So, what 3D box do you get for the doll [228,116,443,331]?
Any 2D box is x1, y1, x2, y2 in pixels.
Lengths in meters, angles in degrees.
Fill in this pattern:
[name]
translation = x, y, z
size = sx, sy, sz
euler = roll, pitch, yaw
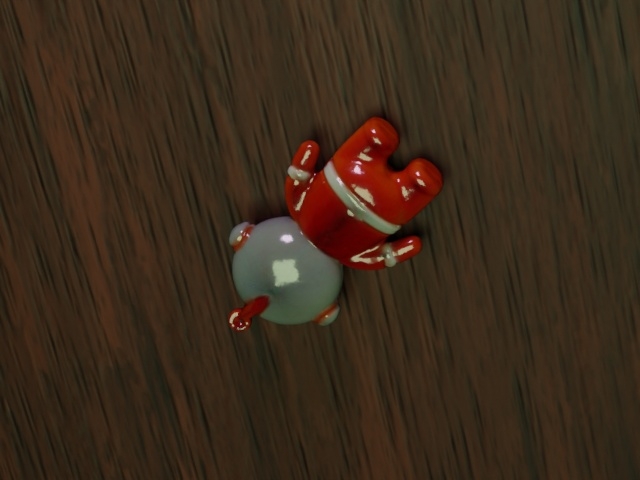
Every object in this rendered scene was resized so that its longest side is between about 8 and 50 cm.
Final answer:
[doll]
translation = 0.000, 0.000, 1.715
size = 0.142, 0.076, 0.245
euler = 42, 116, -5
